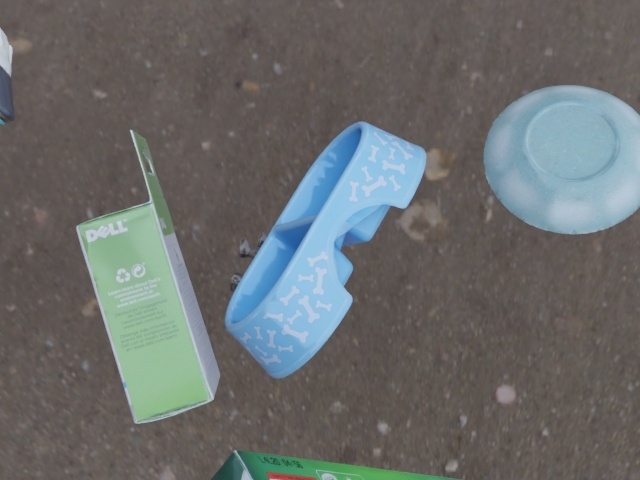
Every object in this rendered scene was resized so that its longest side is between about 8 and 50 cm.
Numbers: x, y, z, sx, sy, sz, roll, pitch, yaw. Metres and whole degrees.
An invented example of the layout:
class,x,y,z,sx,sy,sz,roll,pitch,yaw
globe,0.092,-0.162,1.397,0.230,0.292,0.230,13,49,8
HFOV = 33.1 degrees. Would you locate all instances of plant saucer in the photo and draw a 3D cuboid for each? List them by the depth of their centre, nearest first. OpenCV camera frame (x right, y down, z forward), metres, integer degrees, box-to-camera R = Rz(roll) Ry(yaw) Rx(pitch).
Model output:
class,x,y,z,sx,sy,sz,roll,pitch,yaw
plant saucer,0.280,-0.102,1.205,0.195,0.037,0.195,-3,65,6

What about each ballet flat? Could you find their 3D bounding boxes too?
class,x,y,z,sx,sy,sz,roll,pitch,yaw
ballet flat,-0.337,-0.186,1.007,0.203,0.074,0.074,38,70,26

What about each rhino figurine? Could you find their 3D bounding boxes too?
class,x,y,z,sx,sy,sz,roll,pitch,yaw
rhino figurine,-0.032,0.027,1.372,0.106,0.243,0.073,8,99,11

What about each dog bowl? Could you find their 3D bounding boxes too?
class,x,y,z,sx,sy,sz,roll,pitch,yaw
dog bowl,0.000,0.000,1.140,0.074,0.166,0.297,36,72,-16

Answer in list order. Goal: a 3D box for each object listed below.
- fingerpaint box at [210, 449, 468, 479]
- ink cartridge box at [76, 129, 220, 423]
class,x,y,z,sx,sy,sz,roll,pitch,yaw
fingerpaint box,-0.020,0.449,1.299,0.371,0.445,0.163,-53,48,18
ink cartridge box,-0.138,0.026,0.834,0.062,0.109,0.209,-17,92,-2
